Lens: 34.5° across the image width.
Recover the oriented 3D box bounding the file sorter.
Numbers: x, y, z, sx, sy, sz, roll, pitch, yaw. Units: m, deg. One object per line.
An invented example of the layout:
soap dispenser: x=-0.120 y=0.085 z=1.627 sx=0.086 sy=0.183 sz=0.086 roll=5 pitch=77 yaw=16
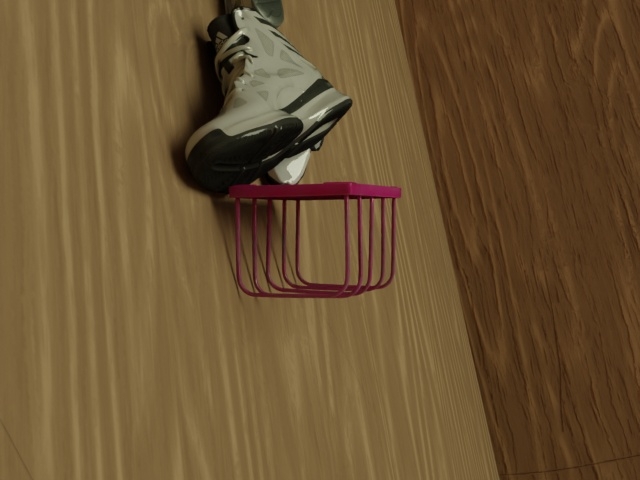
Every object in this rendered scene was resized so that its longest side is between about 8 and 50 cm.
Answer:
file sorter: x=0.000 y=0.000 z=1.707 sx=0.290 sy=0.202 sz=0.182 roll=-4 pitch=94 yaw=-70

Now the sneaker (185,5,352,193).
sneaker: x=-0.143 y=-0.242 z=1.708 sx=0.257 sy=0.169 sz=0.447 roll=47 pitch=30 yaw=5

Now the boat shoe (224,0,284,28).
boat shoe: x=-0.145 y=-0.502 z=1.983 sx=0.118 sy=0.103 sz=0.320 roll=26 pitch=41 yaw=-41

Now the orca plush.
orca plush: x=-0.091 y=-0.219 z=1.921 sx=0.151 sy=0.102 sz=0.287 roll=-12 pitch=77 yaw=-28
